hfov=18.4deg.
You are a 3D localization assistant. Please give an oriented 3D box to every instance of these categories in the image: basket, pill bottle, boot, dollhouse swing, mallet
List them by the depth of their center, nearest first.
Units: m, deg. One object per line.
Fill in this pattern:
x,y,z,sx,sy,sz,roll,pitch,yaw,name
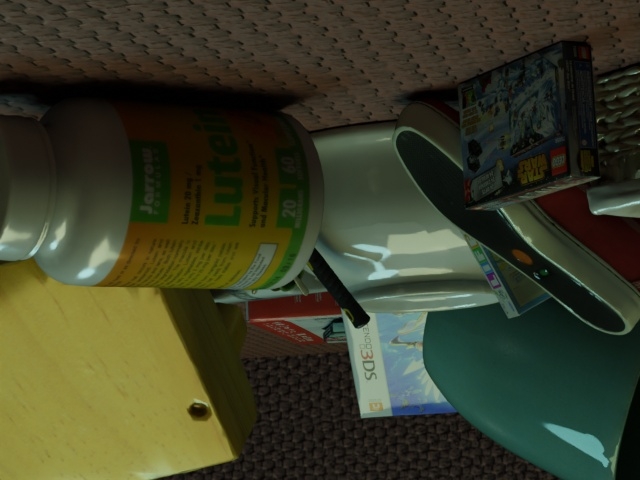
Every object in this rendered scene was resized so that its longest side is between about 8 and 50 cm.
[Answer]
-0.133,-0.034,1.432,0.245,0.136,0.136,2,171,-33,pill bottle
0.288,-0.072,1.444,0.167,0.103,0.113,4,170,-37,basket
0.185,-0.068,1.520,0.244,0.176,0.088,38,162,-12,boot
-0.019,-0.008,1.598,0.039,0.190,0.062,-42,-179,-27,mallet
-0.252,0.067,1.722,0.346,0.315,0.305,-13,-146,12,dollhouse swing

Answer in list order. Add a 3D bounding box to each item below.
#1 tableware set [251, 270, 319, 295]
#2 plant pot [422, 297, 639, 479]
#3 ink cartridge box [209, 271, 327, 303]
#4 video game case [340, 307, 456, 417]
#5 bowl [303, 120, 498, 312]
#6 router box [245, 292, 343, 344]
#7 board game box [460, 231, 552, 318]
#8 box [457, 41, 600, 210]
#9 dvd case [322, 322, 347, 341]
0.000,0.000,1.843,0.024,0.104,0.154,29,-157,29,tableware set
0.243,0.090,1.970,0.235,0.293,0.293,19,180,21,plant pot
-0.187,0.030,1.887,0.308,0.091,0.385,-6,180,23,ink cartridge box
0.162,0.089,2.193,0.269,0.061,0.244,-4,132,8,video game case
0.087,-0.012,1.692,0.297,0.134,0.298,-3,171,0,bowl
0.086,0.064,2.401,0.301,0.082,0.335,-4,172,9,router box
0.191,-0.020,1.569,0.154,0.103,0.026,-28,180,-17,board game box
0.144,-0.077,1.383,0.027,0.094,0.137,2,171,-27,box
0.051,0.107,2.348,0.087,0.013,0.119,-2,173,-5,dvd case
